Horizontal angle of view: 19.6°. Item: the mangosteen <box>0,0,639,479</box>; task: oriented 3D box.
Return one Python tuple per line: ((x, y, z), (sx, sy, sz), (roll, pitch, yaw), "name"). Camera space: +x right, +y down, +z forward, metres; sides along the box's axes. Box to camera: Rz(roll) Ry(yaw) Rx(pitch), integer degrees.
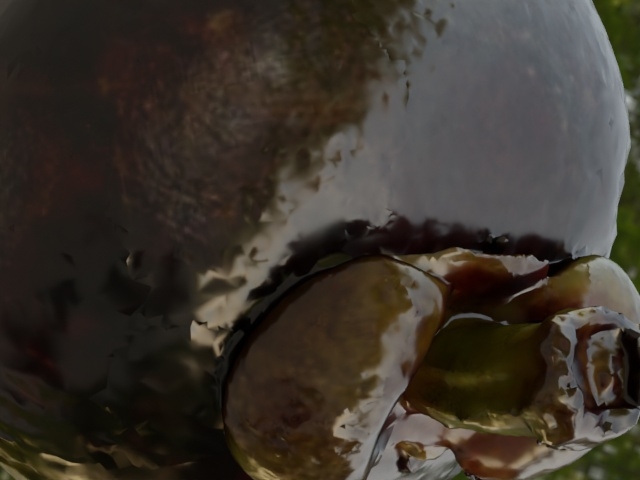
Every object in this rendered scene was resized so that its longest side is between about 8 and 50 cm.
((-0.008, -0.010, 0.732), (0.297, 0.293, 0.297), (-53, 172, -11), "mangosteen")
